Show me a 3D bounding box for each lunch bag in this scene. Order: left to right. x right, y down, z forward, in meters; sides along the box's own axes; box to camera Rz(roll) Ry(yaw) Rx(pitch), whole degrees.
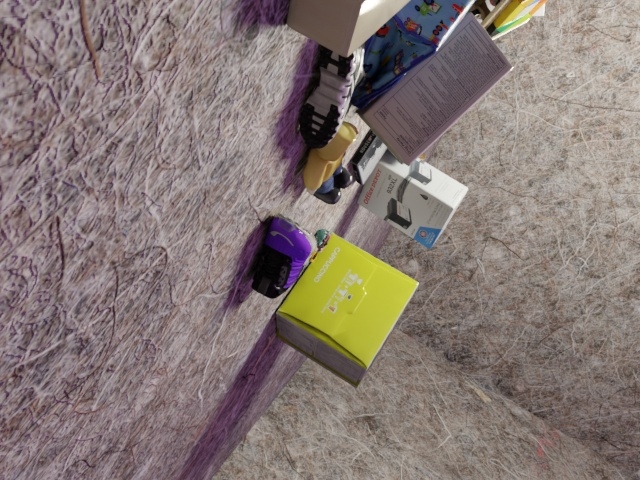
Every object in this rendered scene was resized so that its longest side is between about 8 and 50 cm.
[{"bbox_3d":[0.162,-0.408,1.262,0.221,0.138,0.293,-54,-175,-27],"label":"lunch bag"}]

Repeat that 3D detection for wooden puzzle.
[{"bbox_3d":[0.466,-0.543,1.421,0.220,0.044,0.239,-30,172,-18],"label":"wooden puzzle"}]

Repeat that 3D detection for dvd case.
[{"bbox_3d":[0.155,-0.267,1.809,0.179,0.029,0.239,-56,170,-3],"label":"dvd case"}]

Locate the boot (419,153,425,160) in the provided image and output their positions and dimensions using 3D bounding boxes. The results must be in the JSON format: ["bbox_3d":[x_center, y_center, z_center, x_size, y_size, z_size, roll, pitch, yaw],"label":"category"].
[{"bbox_3d":[0.286,-0.266,2.155,0.152,0.072,0.197,-56,-161,16],"label":"boot"}]

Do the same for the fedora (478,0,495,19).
[{"bbox_3d":[0.577,-0.804,2.002,0.276,0.124,0.243,-63,168,24],"label":"fedora"}]

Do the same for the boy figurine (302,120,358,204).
[{"bbox_3d":[0.028,-0.181,1.305,0.177,0.092,0.285,-53,172,-15],"label":"boy figurine"}]

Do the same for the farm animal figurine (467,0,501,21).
[{"bbox_3d":[0.368,-0.600,1.488,0.326,0.172,0.330,-27,170,-39],"label":"farm animal figurine"}]

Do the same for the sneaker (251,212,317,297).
[{"bbox_3d":[-0.092,0.056,1.379,0.146,0.102,0.293,-54,169,-22],"label":"sneaker"}]

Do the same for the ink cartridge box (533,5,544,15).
[{"bbox_3d":[0.567,-0.786,1.678,0.207,0.117,0.283,8,89,-71],"label":"ink cartridge box"}]

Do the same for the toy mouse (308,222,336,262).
[{"bbox_3d":[0.000,0.000,1.851,0.143,0.031,0.161,-59,170,4],"label":"toy mouse"}]

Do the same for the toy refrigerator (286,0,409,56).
[{"bbox_3d":[0.070,-0.380,0.888,0.269,0.102,0.094,-50,167,-37],"label":"toy refrigerator"}]

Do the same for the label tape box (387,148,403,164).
[{"bbox_3d":[0.371,-0.411,1.933,0.333,0.106,0.241,-40,-174,45],"label":"label tape box"}]

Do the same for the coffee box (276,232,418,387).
[{"bbox_3d":[0.081,0.241,2.074,0.338,0.338,0.334,-55,168,-21],"label":"coffee box"}]

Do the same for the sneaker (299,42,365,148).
[{"bbox_3d":[0.030,-0.267,1.092,0.106,0.078,0.234,-45,161,-44],"label":"sneaker"}]

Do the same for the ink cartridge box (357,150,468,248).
[{"bbox_3d":[0.301,-0.151,2.075,0.129,0.307,0.223,-48,166,-37],"label":"ink cartridge box"}]

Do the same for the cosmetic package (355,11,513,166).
[{"bbox_3d":[0.246,-0.331,1.358,0.309,0.160,0.113,-42,-163,6],"label":"cosmetic package"}]
